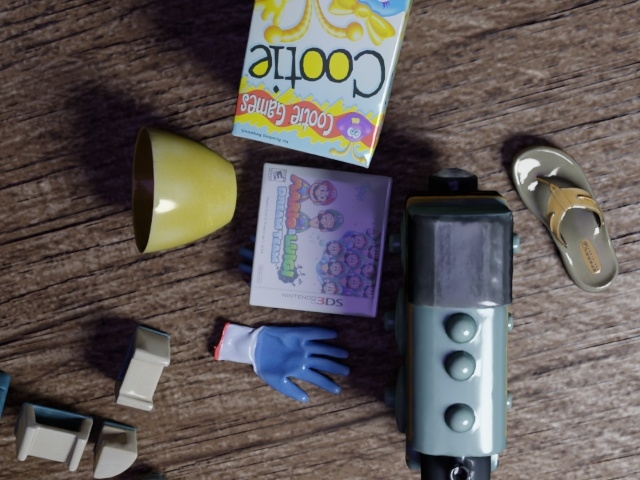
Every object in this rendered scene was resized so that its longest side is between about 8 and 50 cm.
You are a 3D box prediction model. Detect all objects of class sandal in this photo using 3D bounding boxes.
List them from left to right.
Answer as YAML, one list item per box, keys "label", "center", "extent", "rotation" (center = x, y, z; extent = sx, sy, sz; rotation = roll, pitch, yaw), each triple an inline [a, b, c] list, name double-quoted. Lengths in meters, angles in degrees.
- label: "sandal"
  center: [0.268, -0.023, 0.923]
  extent: [0.072, 0.049, 0.180]
  rotation: [-28, 95, 9]

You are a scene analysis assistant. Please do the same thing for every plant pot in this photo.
- label: "plant pot"
  center: [-0.145, -0.053, 0.927]
  extent: [0.095, 0.134, 0.134]
  rotation: [0, 100, -22]

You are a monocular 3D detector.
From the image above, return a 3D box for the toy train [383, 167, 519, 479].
- label: "toy train"
  center: [0.134, 0.096, 0.882]
  extent: [0.142, 0.190, 0.334]
  rotation: [1, 99, 5]

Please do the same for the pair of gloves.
- label: "pair of gloves"
  center: [-0.030, 0.082, 0.980]
  extent: [0.159, 0.023, 0.198]
  rotation: [16, 100, 2]

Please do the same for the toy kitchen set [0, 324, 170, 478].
- label: "toy kitchen set"
  center: [-0.297, 0.155, 0.987]
  extent: [0.207, 0.122, 0.166]
  rotation: [18, 100, -18]

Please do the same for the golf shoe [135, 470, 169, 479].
- label: "golf shoe"
  center: [-0.234, 0.363, 1.007]
  extent: [0.077, 0.094, 0.198]
  rotation: [34, 99, 0]

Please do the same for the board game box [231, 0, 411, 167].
- label: "board game box"
  center: [0.017, -0.232, 0.841]
  extent: [0.144, 0.142, 0.275]
  rotation: [13, 111, 3]

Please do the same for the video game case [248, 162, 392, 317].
- label: "video game case"
  center: [0.000, 0.000, 0.949]
  extent: [0.143, 0.019, 0.157]
  rotation: [6, 92, -3]
